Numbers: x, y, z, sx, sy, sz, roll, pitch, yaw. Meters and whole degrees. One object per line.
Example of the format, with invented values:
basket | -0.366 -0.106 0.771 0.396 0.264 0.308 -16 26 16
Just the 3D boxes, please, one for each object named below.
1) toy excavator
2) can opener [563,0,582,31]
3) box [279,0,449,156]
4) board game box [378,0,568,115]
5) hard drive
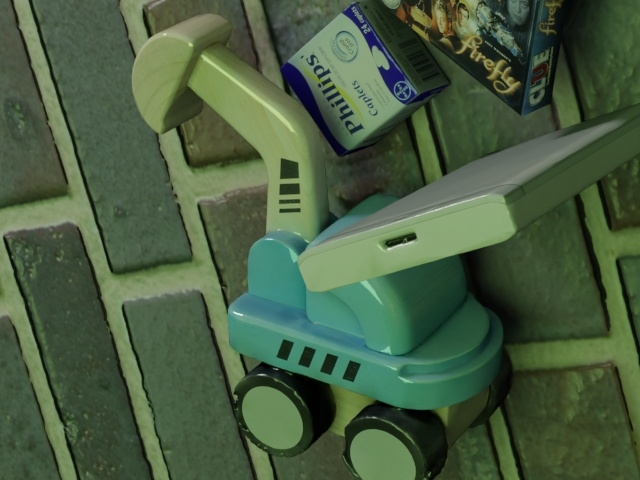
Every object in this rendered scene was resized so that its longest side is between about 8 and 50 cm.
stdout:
toy excavator | 0.000 0.000 1.673 0.433 0.222 0.445 17 121 28
can opener | 0.218 -0.349 1.522 0.093 0.074 0.280 -1 112 0
box | 0.047 -0.181 1.690 0.137 0.072 0.126 -38 83 38
board game box | 0.146 -0.257 1.535 0.243 0.042 0.165 44 148 34
hard drive | 0.166 -0.046 1.478 0.233 0.353 0.047 -18 96 38
